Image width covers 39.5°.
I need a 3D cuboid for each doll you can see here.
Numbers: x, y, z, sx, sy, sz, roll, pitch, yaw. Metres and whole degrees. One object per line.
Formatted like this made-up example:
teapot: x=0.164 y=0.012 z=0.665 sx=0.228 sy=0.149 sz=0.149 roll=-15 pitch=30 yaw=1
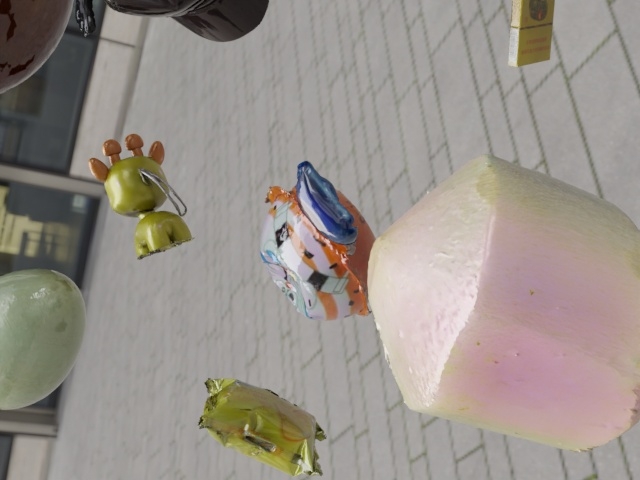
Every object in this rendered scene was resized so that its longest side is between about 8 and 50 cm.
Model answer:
doll: x=-0.312 y=-0.079 z=1.553 sx=0.135 sy=0.143 sz=0.220 roll=-26 pitch=84 yaw=59

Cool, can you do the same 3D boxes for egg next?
egg: x=-0.518 y=0.163 z=1.541 sx=0.295 sy=0.218 sz=0.218 roll=-43 pitch=36 yaw=22

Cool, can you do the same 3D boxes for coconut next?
coconut: x=0.160 y=0.051 z=0.787 sx=0.233 sy=0.245 sz=0.233 roll=-160 pitch=90 yaw=-89

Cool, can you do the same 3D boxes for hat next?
hat: x=-0.211 y=-0.363 z=1.212 sx=0.238 sy=0.336 sz=0.209 roll=-29 pitch=39 yaw=25

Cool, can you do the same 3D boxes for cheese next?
cheese: x=0.000 y=0.000 z=1.124 sx=0.217 sy=0.129 sz=0.329 roll=51 pitch=167 yaw=11

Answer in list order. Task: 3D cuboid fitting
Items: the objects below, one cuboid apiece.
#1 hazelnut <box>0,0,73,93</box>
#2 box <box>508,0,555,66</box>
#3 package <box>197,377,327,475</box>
hazelnut: x=-0.615 y=-0.418 z=1.474 sx=0.352 sy=0.421 sz=0.420 roll=106 pitch=165 yaw=-63
box: x=0.318 y=-0.343 z=1.335 sx=0.023 sy=0.087 sz=0.155 roll=24 pitch=122 yaw=46
package: x=-0.089 y=0.295 z=1.424 sx=0.090 sy=0.226 sz=0.168 roll=-62 pitch=7 yaw=12
